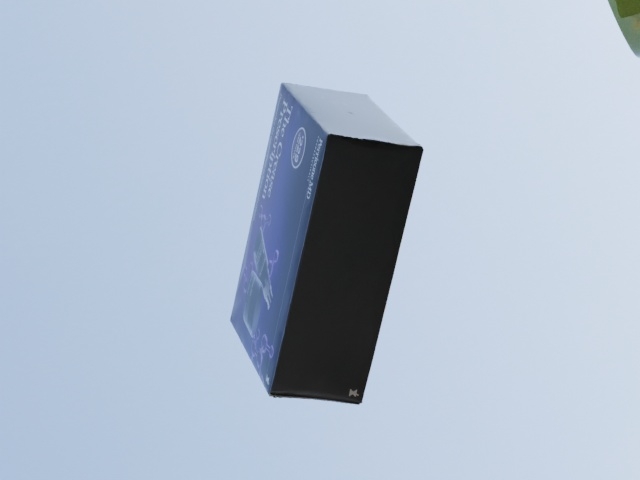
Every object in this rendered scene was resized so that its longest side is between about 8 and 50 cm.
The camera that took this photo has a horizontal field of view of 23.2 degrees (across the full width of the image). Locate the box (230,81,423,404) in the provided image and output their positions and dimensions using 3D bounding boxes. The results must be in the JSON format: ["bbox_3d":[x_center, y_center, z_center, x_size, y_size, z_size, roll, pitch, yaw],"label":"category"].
[{"bbox_3d":[0.000,0.000,1.509,0.103,0.184,0.261,6,-72,-21],"label":"box"}]

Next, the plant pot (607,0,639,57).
[{"bbox_3d":[0.449,-0.312,1.650,0.275,0.293,0.275,51,-153,-39],"label":"plant pot"}]
